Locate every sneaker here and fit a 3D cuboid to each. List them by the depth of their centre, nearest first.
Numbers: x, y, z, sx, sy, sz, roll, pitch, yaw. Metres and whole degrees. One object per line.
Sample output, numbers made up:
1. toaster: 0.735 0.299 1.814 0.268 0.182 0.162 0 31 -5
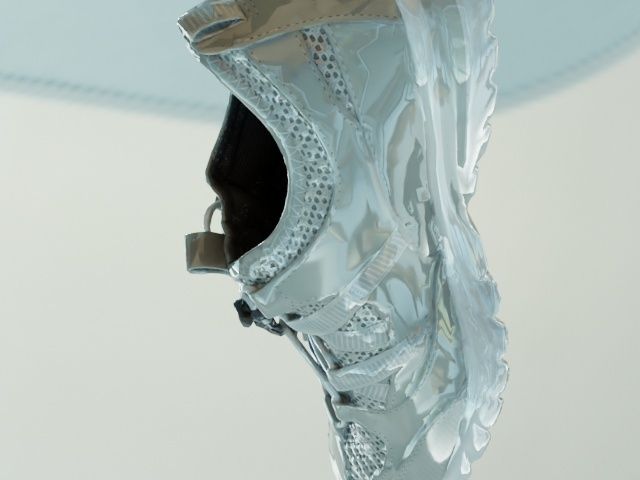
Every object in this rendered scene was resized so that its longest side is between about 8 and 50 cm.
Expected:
1. sneaker: 0.000 0.000 0.762 0.115 0.281 0.105 -18 -141 -15
